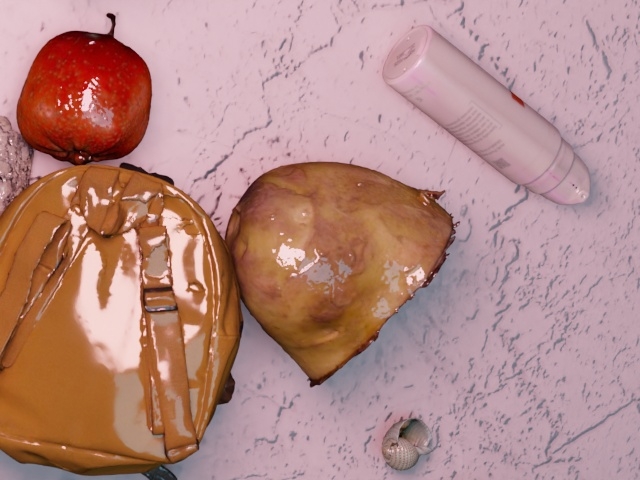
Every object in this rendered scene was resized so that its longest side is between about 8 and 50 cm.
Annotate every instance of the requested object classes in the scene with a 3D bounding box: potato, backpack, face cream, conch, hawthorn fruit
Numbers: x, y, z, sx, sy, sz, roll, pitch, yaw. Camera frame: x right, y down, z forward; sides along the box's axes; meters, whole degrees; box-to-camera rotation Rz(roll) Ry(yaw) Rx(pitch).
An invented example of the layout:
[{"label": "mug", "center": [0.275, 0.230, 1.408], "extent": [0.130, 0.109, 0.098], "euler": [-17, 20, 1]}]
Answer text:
[{"label": "potato", "center": [0.000, 0.000, 1.782], "extent": [0.237, 0.289, 0.301], "euler": [41, 102, -9]}, {"label": "backpack", "center": [-0.254, 0.098, 1.663], "extent": [0.353, 0.201, 0.378], "euler": [18, 91, -8]}, {"label": "face cream", "center": [0.241, -0.164, 1.910], "extent": [0.345, 0.102, 0.102], "euler": [34, 88, -27]}, {"label": "conch", "center": [0.121, 0.296, 2.003], "extent": [0.085, 0.056, 0.076], "euler": [2, 85, -54]}, {"label": "hawthorn fruit", "center": [-0.278, -0.188, 1.661], "extent": [0.157, 0.157, 0.194], "euler": [21, 76, -26]}]

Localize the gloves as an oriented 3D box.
[{"label": "gloves", "center": [-0.401, -0.081, 1.670], "extent": [0.114, 0.070, 0.153], "euler": [-5, 105, -22]}]

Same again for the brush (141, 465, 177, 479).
[{"label": "brush", "center": [-0.316, 0.242, 1.806], "extent": [0.323, 0.051, 0.070], "euler": [40, 80, -23]}]
